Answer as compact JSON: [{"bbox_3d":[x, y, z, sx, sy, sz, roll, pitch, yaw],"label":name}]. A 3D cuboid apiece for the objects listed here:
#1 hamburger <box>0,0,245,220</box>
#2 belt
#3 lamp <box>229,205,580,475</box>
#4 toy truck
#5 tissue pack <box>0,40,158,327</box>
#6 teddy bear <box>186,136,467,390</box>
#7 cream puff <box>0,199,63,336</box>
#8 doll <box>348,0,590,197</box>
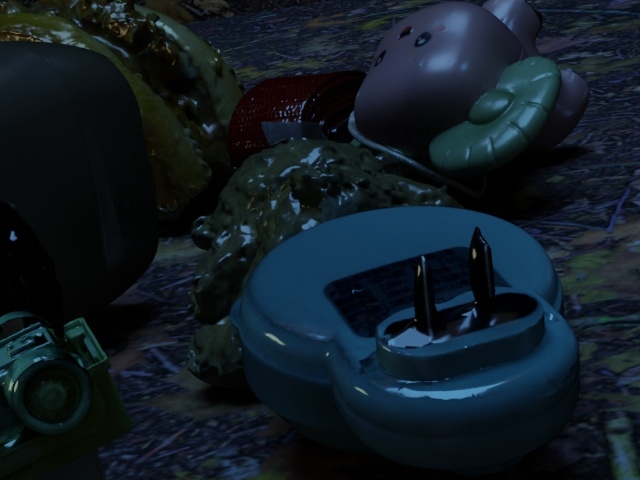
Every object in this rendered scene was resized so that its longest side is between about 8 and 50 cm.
[{"bbox_3d":[-0.276,-0.169,1.803,0.445,0.287,0.268,3,19,37],"label":"hamburger"},{"bbox_3d":[-0.004,-0.118,1.706,0.124,0.128,0.201,-3,16,32],"label":"belt"},{"bbox_3d":[0.060,0.060,0.979,0.209,0.147,0.284,-17,8,-13],"label":"lamp"},{"bbox_3d":[-0.238,0.150,0.925,0.259,0.135,0.128,-22,17,-12],"label":"toy truck"},{"bbox_3d":[-0.357,-0.028,1.357,0.387,0.267,0.277,-5,13,27],"label":"tissue pack"},{"bbox_3d":[0.000,0.000,1.237,0.267,0.156,0.256,-15,14,-10],"label":"teddy bear"},{"bbox_3d":[-0.294,0.071,1.112,0.239,0.165,0.239,-14,47,15],"label":"cream puff"},{"bbox_3d":[0.144,-0.121,1.577,0.284,0.216,0.268,-19,31,43],"label":"doll"}]
